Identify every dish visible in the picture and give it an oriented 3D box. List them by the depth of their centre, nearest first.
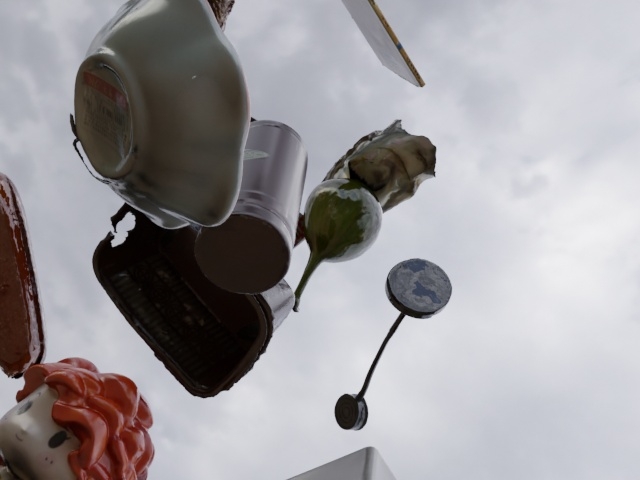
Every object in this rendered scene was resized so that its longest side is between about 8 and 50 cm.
[{"bbox_3d":[-0.156,-0.108,0.752,0.229,0.081,0.229,17,-68,46],"label":"dish"}]

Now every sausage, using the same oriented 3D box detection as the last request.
[{"bbox_3d":[-0.478,0.044,1.337,0.102,0.102,0.330,-5,-83,41],"label":"sausage"}]

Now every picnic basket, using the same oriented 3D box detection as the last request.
[{"bbox_3d":[-0.172,0.064,1.278,0.297,0.129,0.222,48,-60,12],"label":"picnic basket"}]

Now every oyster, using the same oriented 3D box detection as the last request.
[{"bbox_3d":[0.095,-0.122,1.687,0.271,0.100,0.275,-13,-43,11],"label":"oyster"}]

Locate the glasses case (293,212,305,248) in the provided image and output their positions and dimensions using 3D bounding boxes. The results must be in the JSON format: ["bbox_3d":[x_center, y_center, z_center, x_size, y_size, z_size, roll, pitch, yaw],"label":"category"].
[{"bbox_3d":[-0.108,0.013,1.593,0.073,0.194,0.049,59,-13,-27],"label":"glasses case"}]

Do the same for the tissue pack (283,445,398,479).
[{"bbox_3d":[0.011,0.449,1.361,0.246,0.136,0.159,-27,-71,19],"label":"tissue pack"}]

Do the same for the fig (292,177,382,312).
[{"bbox_3d":[0.000,0.000,1.524,0.151,0.259,0.151,30,-35,24],"label":"fig"}]

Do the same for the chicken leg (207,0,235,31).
[{"bbox_3d":[-0.151,-0.263,1.020,0.219,0.048,0.089,-35,-91,22],"label":"chicken leg"}]

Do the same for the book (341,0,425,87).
[{"bbox_3d":[0.091,-0.385,1.567,0.241,0.018,0.170,52,-2,-34],"label":"book"}]

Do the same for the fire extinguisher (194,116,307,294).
[{"bbox_3d":[-0.086,-0.075,1.148,0.136,0.337,0.114,27,-60,-11],"label":"fire extinguisher"}]

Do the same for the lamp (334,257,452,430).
[{"bbox_3d":[0.087,0.188,1.516,0.371,0.109,0.130,-54,-129,34],"label":"lamp"}]

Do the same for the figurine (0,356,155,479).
[{"bbox_3d":[-0.415,0.324,1.158,0.241,0.412,0.306,18,-69,38],"label":"figurine"}]
